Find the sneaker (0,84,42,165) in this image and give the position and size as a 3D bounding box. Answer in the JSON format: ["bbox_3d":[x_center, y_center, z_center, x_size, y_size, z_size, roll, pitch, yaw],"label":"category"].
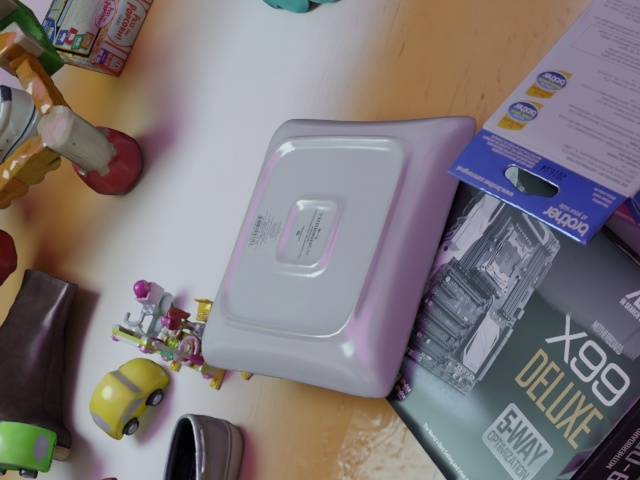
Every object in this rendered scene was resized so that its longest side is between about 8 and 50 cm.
[{"bbox_3d":[-0.503,-0.126,2.018,0.258,0.091,0.094,-51,42,15],"label":"sneaker"}]

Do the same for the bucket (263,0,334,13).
[{"bbox_3d":[-0.052,-0.421,1.621,0.281,0.183,0.281,-26,52,37],"label":"bucket"}]

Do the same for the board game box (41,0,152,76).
[{"bbox_3d":[-0.320,-0.316,1.958,0.193,0.045,0.146,21,85,50],"label":"board game box"}]

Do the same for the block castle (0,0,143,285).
[{"bbox_3d":[-0.463,-0.183,1.834,0.303,0.213,0.453,-37,67,7],"label":"block castle"}]

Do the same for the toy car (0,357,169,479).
[{"bbox_3d":[-0.294,0.238,1.564,0.225,0.053,0.239,1,68,16],"label":"toy car"}]

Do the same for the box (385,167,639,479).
[{"bbox_3d":[0.175,0.089,1.194,0.242,0.076,0.307,-52,41,13],"label":"box"}]

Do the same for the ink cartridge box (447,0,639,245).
[{"bbox_3d":[0.269,-0.127,1.157,0.311,0.065,0.186,-46,41,-9],"label":"ink cartridge box"}]

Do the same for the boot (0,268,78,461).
[{"bbox_3d":[-0.349,0.148,1.711,0.248,0.090,0.206,19,86,53],"label":"boot"}]

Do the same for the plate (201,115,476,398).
[{"bbox_3d":[0.000,0.000,1.337,0.278,0.045,0.277,4,72,49],"label":"plate"}]

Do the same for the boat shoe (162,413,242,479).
[{"bbox_3d":[-0.143,0.288,1.426,0.079,0.081,0.227,-10,63,44],"label":"boat shoe"}]

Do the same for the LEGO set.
[{"bbox_3d":[-0.126,0.081,1.496,0.287,0.107,0.132,-15,60,42],"label":"LEGO set"}]
